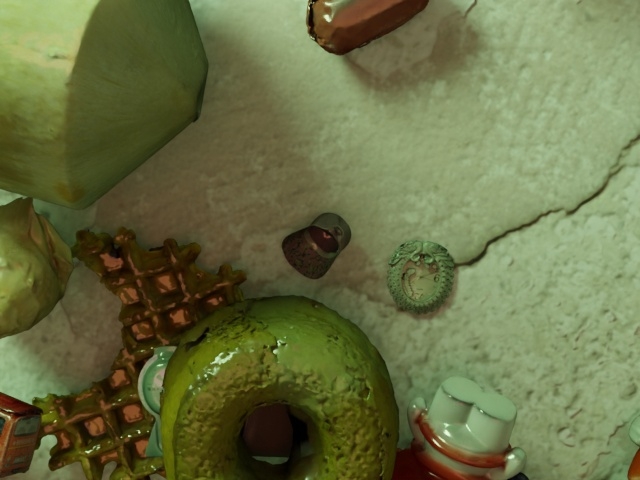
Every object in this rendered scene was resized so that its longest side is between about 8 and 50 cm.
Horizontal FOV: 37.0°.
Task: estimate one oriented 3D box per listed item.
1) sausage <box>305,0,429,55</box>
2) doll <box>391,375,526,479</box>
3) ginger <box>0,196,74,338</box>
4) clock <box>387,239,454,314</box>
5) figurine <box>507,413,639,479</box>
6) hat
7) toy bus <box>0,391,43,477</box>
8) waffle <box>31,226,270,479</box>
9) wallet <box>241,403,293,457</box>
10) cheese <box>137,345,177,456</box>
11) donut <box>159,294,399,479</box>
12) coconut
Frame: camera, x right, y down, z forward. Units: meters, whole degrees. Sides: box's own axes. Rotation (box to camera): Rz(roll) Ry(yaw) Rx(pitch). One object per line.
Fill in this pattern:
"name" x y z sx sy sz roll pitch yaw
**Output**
"sausage" 0.050 -0.242 0.973 0.141 0.076 0.076 -31 98 4
"doll" 0.125 0.287 1.032 0.161 0.130 0.290 24 115 18
"ginger" -0.336 0.048 0.973 0.115 0.193 0.123 49 53 -17
"clock" 0.110 0.041 1.051 0.074 0.010 0.083 3 101 0
"figurine" 0.406 0.281 1.019 0.420 0.154 0.193 -23 103 6
"hat" -0.001 0.001 1.036 0.058 0.042 0.087 45 131 1
"toy bus" -0.410 0.182 1.021 0.234 0.073 0.096 19 91 20
"waffle" -0.177 0.138 1.047 0.259 0.069 0.293 20 98 -6
"wallet" -0.015 0.180 1.039 0.152 0.039 0.118 12 96 -27
"cheese" -0.158 0.170 1.005 0.067 0.026 0.121 -1 99 -2
"donut" -0.043 0.197 0.946 0.272 0.107 0.272 0 99 -3
"coconut" -0.248 -0.185 0.883 0.322 0.323 0.323 0 100 1
